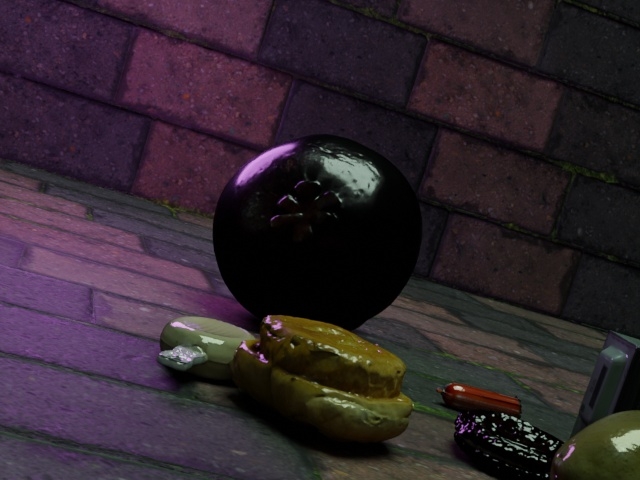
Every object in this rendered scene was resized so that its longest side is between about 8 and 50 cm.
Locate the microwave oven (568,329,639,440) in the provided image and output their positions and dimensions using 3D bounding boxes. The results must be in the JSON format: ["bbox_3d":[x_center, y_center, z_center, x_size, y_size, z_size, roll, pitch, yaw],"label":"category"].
[{"bbox_3d":[0.472,0.259,1.571,0.162,0.208,0.122,17,6,-8],"label":"microwave oven"}]

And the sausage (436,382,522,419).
[{"bbox_3d":[0.255,0.262,1.732,0.145,0.048,0.050,16,44,-15],"label":"sausage"}]

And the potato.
[{"bbox_3d":[0.384,0.294,1.358,0.194,0.157,0.157,0,10,-14],"label":"potato"}]

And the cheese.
[{"bbox_3d":[-0.162,0.149,1.429,0.137,0.064,0.227,15,4,12],"label":"cheese"}]

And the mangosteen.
[{"bbox_3d":[0.000,0.000,1.976,0.382,0.382,0.435,19,-11,12],"label":"mangosteen"}]

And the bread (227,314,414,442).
[{"bbox_3d":[0.007,0.179,1.367,0.236,0.120,0.198,23,6,41],"label":"bread"}]

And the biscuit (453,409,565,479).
[{"bbox_3d":[0.273,0.288,1.469,0.194,0.053,0.194,18,6,-2],"label":"biscuit"}]
